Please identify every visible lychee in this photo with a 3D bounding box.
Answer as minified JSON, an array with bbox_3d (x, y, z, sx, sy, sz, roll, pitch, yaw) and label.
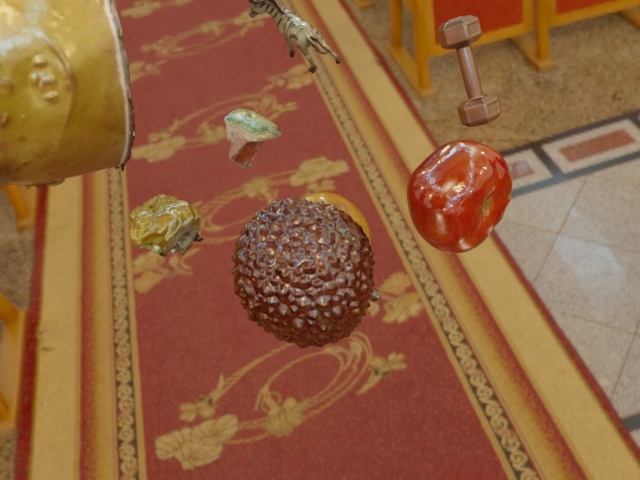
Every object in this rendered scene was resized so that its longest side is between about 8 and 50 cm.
[{"bbox_3d":[-0.019,0.060,1.303,0.300,0.264,0.264,21,32,-27],"label":"lychee"}]

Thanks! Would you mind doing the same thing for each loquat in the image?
[{"bbox_3d":[0.000,0.000,1.550,0.207,0.208,0.208,-7,41,6],"label":"loquat"}]

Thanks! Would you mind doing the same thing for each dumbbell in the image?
[{"bbox_3d":[0.318,-0.361,1.559,0.092,0.231,0.082,-28,18,-34],"label":"dumbbell"}]

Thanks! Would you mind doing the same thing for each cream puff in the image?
[{"bbox_3d":[-0.320,-0.033,1.469,0.156,0.121,0.156,16,7,-2],"label":"cream puff"}]

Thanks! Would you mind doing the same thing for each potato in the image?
[{"bbox_3d":[-0.306,-0.194,0.662,0.196,0.300,0.246,-17,-5,-31],"label":"potato"}]

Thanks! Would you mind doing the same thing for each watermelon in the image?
[{"bbox_3d":[-0.196,-0.258,1.802,0.098,0.158,0.121,-29,81,-47],"label":"watermelon"}]

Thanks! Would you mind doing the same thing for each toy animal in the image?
[{"bbox_3d":[-0.062,-0.470,1.629,0.073,0.176,0.217,-47,51,-3],"label":"toy animal"}]

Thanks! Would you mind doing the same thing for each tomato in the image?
[{"bbox_3d":[0.353,-0.121,1.924,0.298,0.299,0.226,-36,48,-26],"label":"tomato"}]
